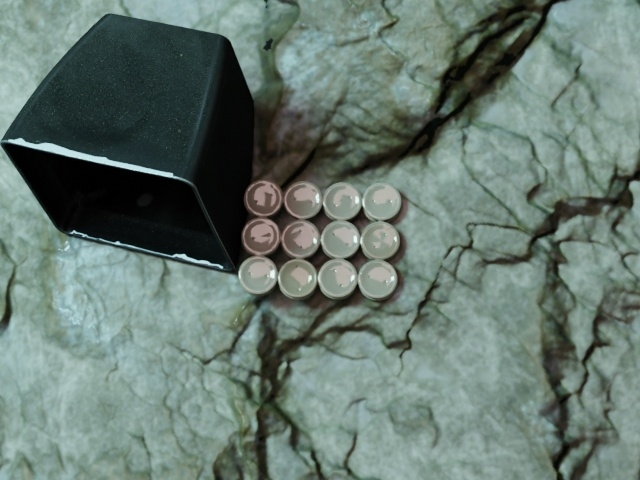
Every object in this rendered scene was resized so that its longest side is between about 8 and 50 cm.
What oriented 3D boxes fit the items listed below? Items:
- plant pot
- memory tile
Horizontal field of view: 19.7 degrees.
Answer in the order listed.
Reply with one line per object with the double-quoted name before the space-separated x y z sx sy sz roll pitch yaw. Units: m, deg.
"plant pot" -0.157 -0.099 1.694 0.188 0.187 0.167 12 66 16
"memory tile" 0.000 0.000 1.694 0.148 0.012 0.113 2 75 0
